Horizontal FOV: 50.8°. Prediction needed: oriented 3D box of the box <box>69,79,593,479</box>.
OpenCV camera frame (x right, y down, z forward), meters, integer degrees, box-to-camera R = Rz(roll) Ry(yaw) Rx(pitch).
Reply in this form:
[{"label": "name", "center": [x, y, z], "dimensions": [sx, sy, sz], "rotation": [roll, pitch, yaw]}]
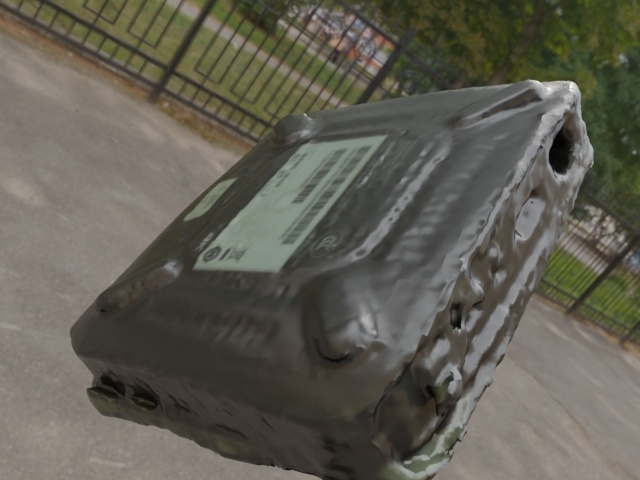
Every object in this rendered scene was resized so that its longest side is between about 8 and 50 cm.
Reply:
[{"label": "box", "center": [0.000, 0.000, 0.528], "dimensions": [0.350, 0.359, 0.091], "rotation": [2, -48, 41]}]
